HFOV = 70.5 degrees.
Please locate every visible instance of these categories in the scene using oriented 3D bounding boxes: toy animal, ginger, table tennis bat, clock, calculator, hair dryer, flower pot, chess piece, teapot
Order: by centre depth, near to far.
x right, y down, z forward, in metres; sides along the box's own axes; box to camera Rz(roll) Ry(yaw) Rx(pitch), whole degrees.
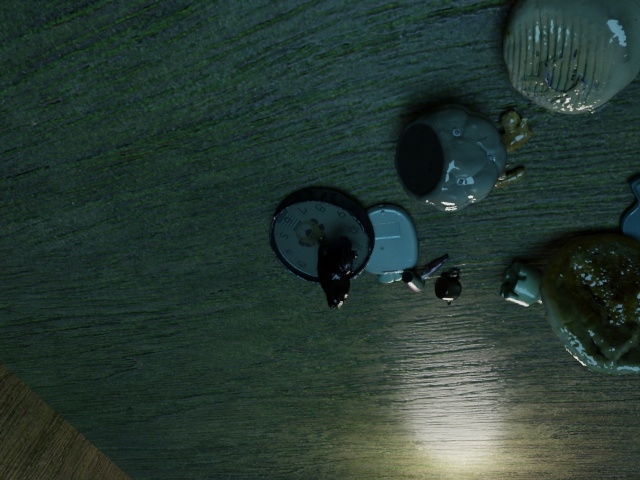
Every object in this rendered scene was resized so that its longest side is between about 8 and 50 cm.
[{"bbox_3d":[0.298,-0.188,1.041,0.195,0.246,0.246,-8,136,-30],"label":"flower pot"},{"bbox_3d":[0.455,-0.209,1.124,0.176,0.052,0.193,-34,119,22],"label":"ginger"},{"bbox_3d":[0.870,-0.080,1.198,0.153,0.040,0.244,-29,124,25],"label":"table tennis bat"},{"bbox_3d":[0.027,0.098,1.214,0.116,0.179,0.218,20,130,0],"label":"toy animal"},{"bbox_3d":[0.000,-0.001,1.304,0.313,0.061,0.312,8,127,11],"label":"clock"},{"bbox_3d":[0.697,0.164,1.330,0.299,0.194,0.194,20,128,2],"label":"chess piece"},{"bbox_3d":[0.197,0.020,1.340,0.184,0.042,0.295,-6,127,10],"label":"calculator"},{"bbox_3d":[0.323,0.091,1.376,0.154,0.054,0.106,-37,150,7],"label":"hair dryer"},{"bbox_3d":[0.406,0.144,1.404,0.068,0.076,0.121,14,100,-18],"label":"teapot"}]

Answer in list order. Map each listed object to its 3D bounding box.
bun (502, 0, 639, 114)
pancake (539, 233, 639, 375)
[{"bbox_3d":[0.498,-0.385,0.896,0.273,0.168,0.273,34,156,17],"label":"bun"},{"bbox_3d":[0.775,0.160,1.197,0.387,0.387,0.082,0,164,6],"label":"pancake"}]
